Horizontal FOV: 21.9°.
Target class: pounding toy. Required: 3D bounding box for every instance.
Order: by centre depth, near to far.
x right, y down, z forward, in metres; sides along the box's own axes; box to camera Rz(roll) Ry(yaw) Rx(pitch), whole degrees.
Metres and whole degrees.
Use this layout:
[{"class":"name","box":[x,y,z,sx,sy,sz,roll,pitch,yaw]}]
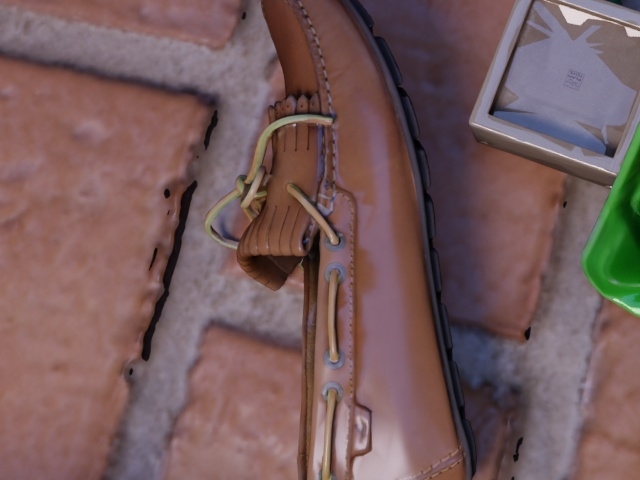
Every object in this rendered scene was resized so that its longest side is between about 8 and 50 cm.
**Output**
[{"class":"pounding toy","box":[0.191,-0.116,1.150,0.130,0.100,0.141,21,87,11]}]

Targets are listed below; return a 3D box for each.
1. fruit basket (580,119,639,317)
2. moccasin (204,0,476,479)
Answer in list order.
[{"class":"fruit basket","box":[0.322,0.077,1.001,0.392,0.283,0.392,3,58,-4]},{"class":"moccasin","box":[0.000,0.001,1.109,0.147,0.139,0.380,-8,82,-7]}]
